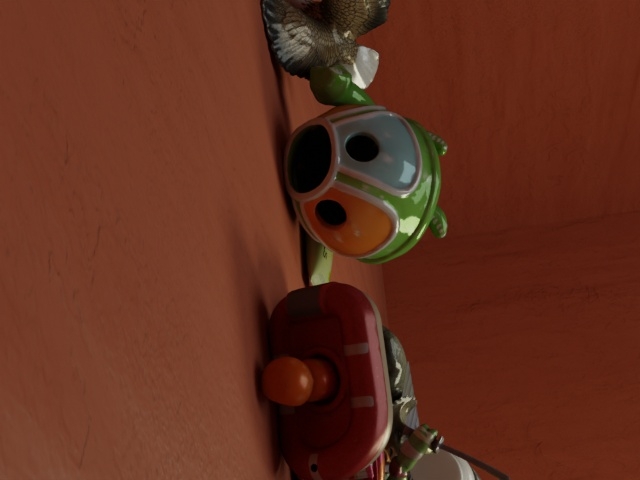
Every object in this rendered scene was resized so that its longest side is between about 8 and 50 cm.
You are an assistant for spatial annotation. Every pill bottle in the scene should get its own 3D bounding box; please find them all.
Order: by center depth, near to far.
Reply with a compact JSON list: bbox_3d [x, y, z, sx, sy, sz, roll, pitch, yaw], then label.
[{"bbox_3d":[0.256,0.527,2.124,0.283,0.161,0.161,53,28,-64],"label":"pill bottle"}]

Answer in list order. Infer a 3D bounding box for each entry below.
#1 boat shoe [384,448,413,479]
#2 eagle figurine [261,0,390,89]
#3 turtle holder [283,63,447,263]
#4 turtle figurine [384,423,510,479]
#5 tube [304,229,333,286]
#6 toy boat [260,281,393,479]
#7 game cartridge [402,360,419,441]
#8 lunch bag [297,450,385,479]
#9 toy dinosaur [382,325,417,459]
[{"bbox_3d":[0.097,0.413,1.855,0.355,0.132,0.130,-105,173,-62],"label":"boat shoe"},{"bbox_3d":[0.006,-0.385,1.736,0.298,0.225,0.226,-166,-103,-85],"label":"eagle figurine"},{"bbox_3d":[0.066,-0.131,1.620,0.227,0.243,0.320,19,81,-41],"label":"turtle holder"},{"bbox_3d":[0.126,0.327,1.573,0.198,0.275,0.266,54,12,-69],"label":"turtle figurine"},{"bbox_3d":[0.000,0.000,1.729,0.062,0.070,0.240,-41,-146,41],"label":"tube"},{"bbox_3d":[-0.011,0.165,1.157,0.151,0.151,0.231,4,76,-53],"label":"toy boat"},{"bbox_3d":[0.143,0.451,2.121,0.355,0.068,0.230,-69,150,-47],"label":"game cartridge"},{"bbox_3d":[0.020,0.226,1.371,0.258,0.120,0.293,62,22,-84],"label":"lunch bag"},{"bbox_3d":[0.092,0.228,1.780,0.121,0.160,0.313,-48,131,-83],"label":"toy dinosaur"}]
